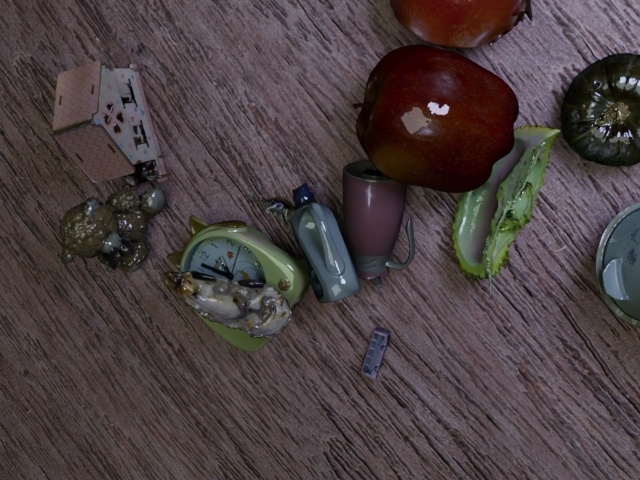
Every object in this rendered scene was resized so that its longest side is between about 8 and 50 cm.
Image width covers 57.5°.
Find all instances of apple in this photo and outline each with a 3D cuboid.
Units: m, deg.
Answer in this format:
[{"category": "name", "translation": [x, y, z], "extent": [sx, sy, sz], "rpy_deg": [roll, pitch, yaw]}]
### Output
[{"category": "apple", "translation": [0.224, -0.244, 1.182], "extent": [0.317, 0.288, 0.288], "rpy_deg": [18, 109, -4]}]

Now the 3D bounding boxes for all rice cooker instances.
[{"category": "rice cooker", "translation": [0.695, 0.049, 1.118], "extent": [0.316, 0.316, 0.264], "rpy_deg": [-13, 93, 19]}]

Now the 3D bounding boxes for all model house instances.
[{"category": "model house", "translation": [-0.528, -0.268, 1.419], "extent": [0.169, 0.244, 0.326], "rpy_deg": [-9, 103, 16]}]

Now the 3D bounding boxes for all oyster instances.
[{"category": "oyster", "translation": [-0.227, 0.139, 1.408], "extent": [0.345, 0.078, 0.129], "rpy_deg": [16, 88, 15]}]

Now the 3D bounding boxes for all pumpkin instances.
[{"category": "pumpkin", "translation": [0.585, -0.253, 1.138], "extent": [0.223, 0.157, 0.224], "rpy_deg": [8, 108, 26]}]

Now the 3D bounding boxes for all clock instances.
[{"category": "clock", "translation": [-0.218, 0.088, 1.488], "extent": [0.348, 0.117, 0.286], "rpy_deg": [37, 112, 5]}]

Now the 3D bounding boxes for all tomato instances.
[{"category": "tomato", "translation": [0.278, -0.531, 1.101], "extent": [0.309, 0.170, 0.309], "rpy_deg": [-1, 77, 4]}]

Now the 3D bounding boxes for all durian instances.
[{"category": "durian", "translation": [0.377, -0.079, 1.239], "extent": [0.157, 0.169, 0.355], "rpy_deg": [21, 104, 10]}]

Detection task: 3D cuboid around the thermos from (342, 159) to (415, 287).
[{"category": "thermos", "translation": [0.133, -0.036, 1.339], "extent": [0.176, 0.146, 0.265], "rpy_deg": [12, 117, 27]}]

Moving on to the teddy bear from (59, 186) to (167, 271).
[{"category": "teddy bear", "translation": [-0.539, -0.033, 1.480], "extent": [0.156, 0.256, 0.267], "rpy_deg": [31, 110, 11]}]

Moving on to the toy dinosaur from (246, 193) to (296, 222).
[{"category": "toy dinosaur", "translation": [-0.108, -0.078, 1.455], "extent": [0.180, 0.037, 0.058], "rpy_deg": [12, 84, 6]}]

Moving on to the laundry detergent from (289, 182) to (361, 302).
[{"category": "laundry detergent", "translation": [0.000, 0.000, 1.353], "extent": [0.105, 0.215, 0.280], "rpy_deg": [-18, 88, -8]}]

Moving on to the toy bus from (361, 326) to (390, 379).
[{"category": "toy bus", "translation": [0.140, 0.286, 1.476], "extent": [0.052, 0.037, 0.131], "rpy_deg": [19, 108, 13]}]
